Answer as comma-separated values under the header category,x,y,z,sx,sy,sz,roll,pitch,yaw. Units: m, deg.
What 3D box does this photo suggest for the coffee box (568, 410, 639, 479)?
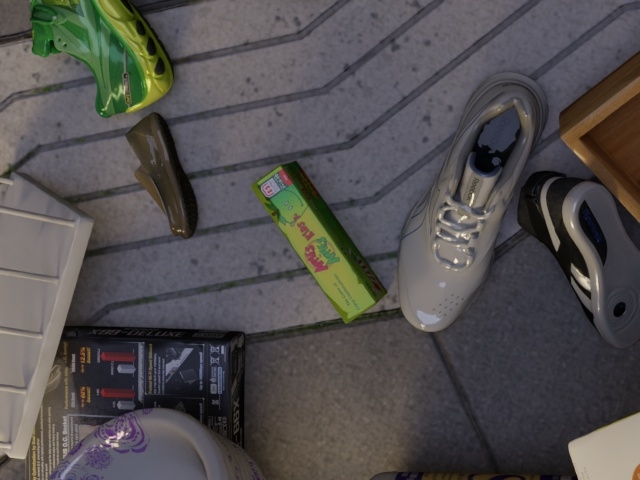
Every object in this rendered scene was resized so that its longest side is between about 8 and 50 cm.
category,x,y,z,sx,sy,sz,roll,pitch,yaw
coffee box,0.500,0.266,1.482,0.334,0.338,0.337,-34,69,49

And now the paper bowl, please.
category,x,y,z,sx,sy,sz,roll,pitch,yaw
paper bowl,-0.170,0.329,1.683,0.284,0.148,0.284,-21,51,28

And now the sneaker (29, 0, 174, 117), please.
category,x,y,z,sx,sy,sz,roll,pitch,yaw
sneaker,-0.285,-0.264,1.782,0.123,0.109,0.295,-35,89,7

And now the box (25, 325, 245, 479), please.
category,x,y,z,sx,sy,sz,roll,pitch,yaw
box,-0.211,0.255,1.837,0.242,0.076,0.307,1,96,10

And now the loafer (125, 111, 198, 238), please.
category,x,y,z,sx,sy,sz,roll,pitch,yaw
loafer,-0.179,-0.069,1.813,0.050,0.056,0.148,-19,82,12

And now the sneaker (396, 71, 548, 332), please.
category,x,y,z,sx,sy,sz,roll,pitch,yaw
sneaker,0.151,-0.039,1.720,0.111,0.129,0.297,20,100,5

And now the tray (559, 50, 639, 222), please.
category,x,y,z,sx,sy,sz,roll,pitch,yaw
tray,0.463,-0.171,1.615,0.411,0.076,0.203,-39,107,22

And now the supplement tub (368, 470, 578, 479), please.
category,x,y,z,sx,sy,sz,roll,pitch,yaw
supplement tub,0.210,0.365,1.693,0.331,0.241,0.241,-1,95,10

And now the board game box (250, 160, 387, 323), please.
category,x,y,z,sx,sy,sz,roll,pitch,yaw
board game box,0.000,0.000,1.767,0.043,0.092,0.181,-35,89,11

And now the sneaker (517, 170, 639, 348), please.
category,x,y,z,sx,sy,sz,roll,pitch,yaw
sneaker,0.280,0.011,1.734,0.079,0.121,0.217,-35,124,-18

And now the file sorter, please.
category,x,y,z,sx,sy,sz,roll,pitch,yaw
file sorter,-0.397,0.068,1.761,0.173,0.193,0.277,11,100,-35
